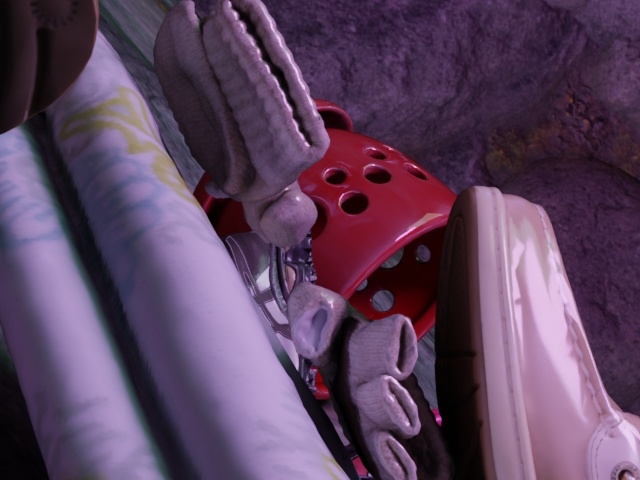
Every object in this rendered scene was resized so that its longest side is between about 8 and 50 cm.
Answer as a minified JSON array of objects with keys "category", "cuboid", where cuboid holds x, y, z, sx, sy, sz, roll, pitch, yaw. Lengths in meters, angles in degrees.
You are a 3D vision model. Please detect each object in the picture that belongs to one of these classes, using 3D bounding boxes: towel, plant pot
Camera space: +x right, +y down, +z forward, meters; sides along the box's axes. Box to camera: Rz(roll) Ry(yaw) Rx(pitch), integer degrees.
[{"category":"towel","cuboid":[-0.026,0.099,0.628,0.374,0.090,0.320,57,-7,51]},{"category":"plant pot","cuboid":[0.000,0.000,1.247,0.174,0.191,0.191,43,5,22]}]

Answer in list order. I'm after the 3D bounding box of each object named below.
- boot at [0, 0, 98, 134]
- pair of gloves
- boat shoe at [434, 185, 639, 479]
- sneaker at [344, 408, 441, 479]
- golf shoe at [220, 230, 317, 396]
[{"category":"boot","cuboid":[-0.192,-0.100,0.595,0.269,0.236,0.089,-102,-172,-72]},{"category":"pair of gloves","cuboid":[-0.012,0.007,0.707,0.240,0.042,0.204,66,-8,-9]},{"category":"boat shoe","cuboid":[0.114,0.121,0.667,0.109,0.098,0.302,106,-26,-76]},{"category":"sneaker","cuboid":[0.040,0.162,0.920,0.121,0.112,0.299,47,8,-4]},{"category":"golf shoe","cuboid":[-0.048,0.075,1.069,0.198,0.094,0.077,-93,-175,-45]}]
